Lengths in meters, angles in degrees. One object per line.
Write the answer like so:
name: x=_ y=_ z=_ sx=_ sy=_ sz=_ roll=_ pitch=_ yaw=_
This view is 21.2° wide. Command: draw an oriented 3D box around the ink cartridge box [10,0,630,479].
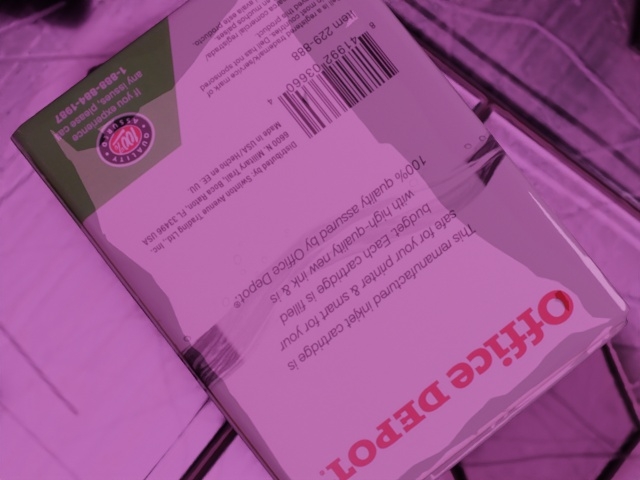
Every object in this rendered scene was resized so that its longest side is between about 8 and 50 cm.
ink cartridge box: x=0.000 y=0.000 z=0.968 sx=0.211 sy=0.121 sz=0.289 roll=-37 pitch=83 yaw=-6
